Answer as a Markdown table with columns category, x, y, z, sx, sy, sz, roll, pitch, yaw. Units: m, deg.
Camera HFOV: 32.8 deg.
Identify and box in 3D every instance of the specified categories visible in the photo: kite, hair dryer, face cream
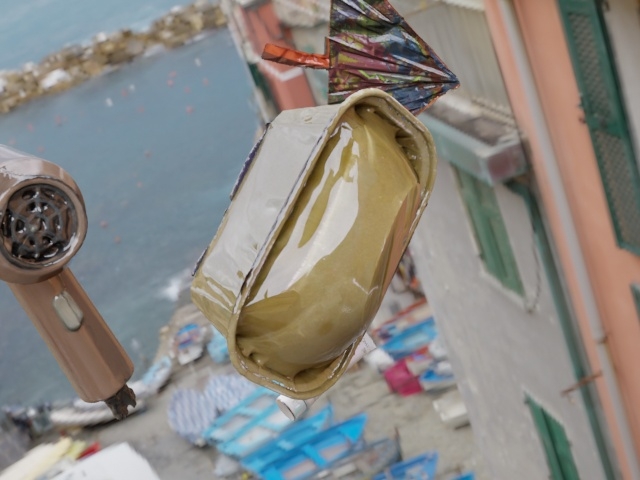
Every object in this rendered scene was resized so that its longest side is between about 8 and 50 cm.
| category | x | y | z | sx | sy | sz | roll | pitch | yaw |
| --- | --- | --- | --- | --- | --- | --- | --- | --- | --- |
| kite | 0.036 | -0.165 | 0.997 | 0.189 | 0.232 | 0.009 | 9 | 29 | 11 |
| hair dryer | -0.142 | 0.029 | 0.584 | 0.064 | 0.182 | 0.117 | -41 | 32 | -23 |
| face cream | 0.005 | 0.116 | 0.987 | 0.115 | 0.038 | 0.020 | -42 | 12 | -29 |

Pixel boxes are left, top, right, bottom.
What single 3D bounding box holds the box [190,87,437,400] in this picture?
| category | x | y | z | sx | sy | sz | roll | pitch | yaw |
| --- | --- | --- | --- | --- | --- | --- | --- | --- | --- |
| box | 0.000 | 0.000 | 0.621 | 0.111 | 0.111 | 0.177 | 16 | 78 | 55 |
